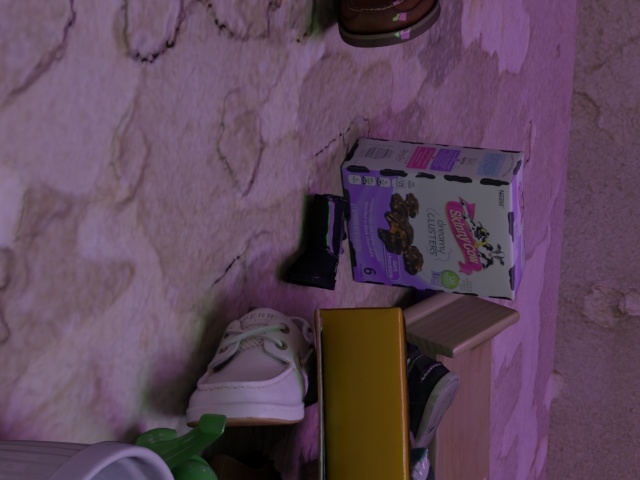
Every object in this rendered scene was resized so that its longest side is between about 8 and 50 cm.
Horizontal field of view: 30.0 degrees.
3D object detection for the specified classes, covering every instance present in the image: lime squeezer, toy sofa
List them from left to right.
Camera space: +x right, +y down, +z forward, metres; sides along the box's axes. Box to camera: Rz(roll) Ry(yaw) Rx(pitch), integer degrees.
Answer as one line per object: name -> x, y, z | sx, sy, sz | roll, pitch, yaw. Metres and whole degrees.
lime squeezer -> -0.090, 0.188, 0.956 | 0.310, 0.110, 0.058 | 69, 13, -59
toy sofa -> 0.162, 0.250, 1.670 | 0.150, 0.177, 0.362 | -23, 122, -40

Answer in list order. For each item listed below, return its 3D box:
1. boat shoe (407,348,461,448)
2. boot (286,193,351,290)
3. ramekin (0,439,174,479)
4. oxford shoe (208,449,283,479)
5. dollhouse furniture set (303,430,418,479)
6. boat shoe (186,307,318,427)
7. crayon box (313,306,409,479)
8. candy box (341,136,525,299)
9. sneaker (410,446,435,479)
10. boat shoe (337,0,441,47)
boat shoe -> 0.106, 0.242, 1.542 | 0.084, 0.079, 0.233 | -32, 148, -52
boot -> 0.000, 0.000, 1.238 | 0.121, 0.045, 0.099 | 16, 83, -77
ramekin -> -0.175, 0.217, 0.721 | 0.207, 0.109, 0.207 | 7, 90, -70
oxford shoe -> -0.051, 0.240, 1.137 | 0.212, 0.076, 0.076 | 43, 48, -66
dollhouse furniture set -> -0.001, 0.358, 1.367 | 0.303, 0.174, 0.355 | 2, 65, -58
boat shoe -> -0.056, 0.107, 1.047 | 0.277, 0.098, 0.096 | -1, 91, -83
crayon box -> 0.044, 0.168, 1.137 | 0.318, 0.081, 0.202 | 45, 43, -83
candy box -> 0.133, -0.025, 1.374 | 0.070, 0.196, 0.164 | -59, 149, -49
sneaker -> 0.101, 0.301, 1.338 | 0.076, 0.065, 0.166 | 62, 30, -11
boat shoe -> 0.076, -0.304, 1.278 | 0.307, 0.111, 0.104 | -72, 156, -56
